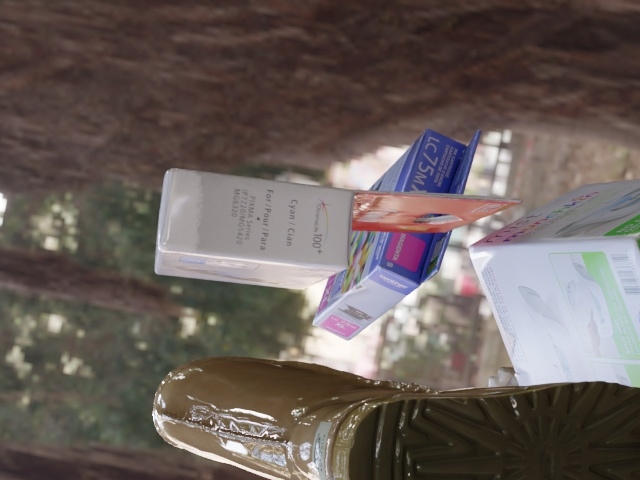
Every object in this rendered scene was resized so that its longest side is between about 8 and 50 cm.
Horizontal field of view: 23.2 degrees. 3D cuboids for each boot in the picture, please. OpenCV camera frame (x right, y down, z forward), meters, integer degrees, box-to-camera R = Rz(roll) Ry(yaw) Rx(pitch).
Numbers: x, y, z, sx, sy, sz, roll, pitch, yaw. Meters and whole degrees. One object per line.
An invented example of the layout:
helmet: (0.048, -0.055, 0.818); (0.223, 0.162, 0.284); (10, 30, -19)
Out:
boot: (0.054, 0.111, 0.906); (0.269, 0.236, 0.089); (179, 102, -66)

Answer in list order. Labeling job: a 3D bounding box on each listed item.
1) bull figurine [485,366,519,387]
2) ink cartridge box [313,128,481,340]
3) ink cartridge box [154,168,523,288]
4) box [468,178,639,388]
bull figurine: (0.302, 0.233, 1.742); (0.101, 0.310, 0.188); (-171, 83, -74)
ink cartridge box: (0.085, -0.009, 1.814); (0.186, 0.065, 0.311); (-70, 12, -22)
ink cartridge box: (0.000, 0.000, 1.250); (0.296, 0.261, 0.066); (145, 129, -82)
box: (0.248, 0.095, 1.107); (0.262, 0.127, 0.231); (66, 160, -7)
